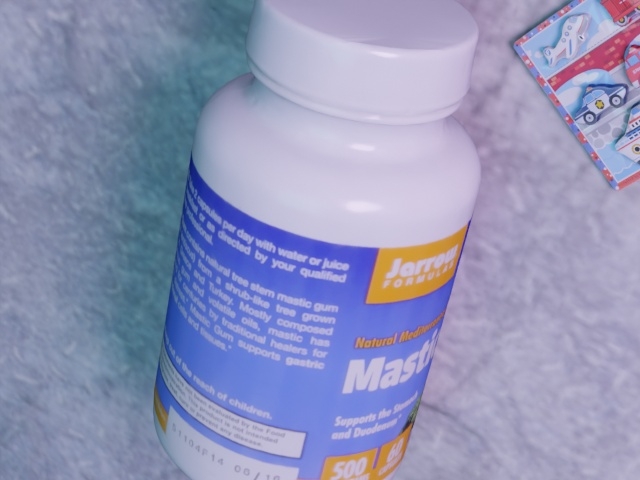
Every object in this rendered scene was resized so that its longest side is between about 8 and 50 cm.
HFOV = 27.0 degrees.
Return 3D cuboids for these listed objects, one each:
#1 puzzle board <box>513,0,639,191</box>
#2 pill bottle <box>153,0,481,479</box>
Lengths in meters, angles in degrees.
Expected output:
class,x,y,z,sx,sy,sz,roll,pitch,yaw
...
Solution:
class,x,y,z,sx,sy,sz,roll,pitch,yaw
puzzle board,0.171,-0.092,0.663,0.128,0.011,0.096,-34,93,37
pill bottle,0.000,0.000,0.716,0.152,0.152,0.272,24,122,19
